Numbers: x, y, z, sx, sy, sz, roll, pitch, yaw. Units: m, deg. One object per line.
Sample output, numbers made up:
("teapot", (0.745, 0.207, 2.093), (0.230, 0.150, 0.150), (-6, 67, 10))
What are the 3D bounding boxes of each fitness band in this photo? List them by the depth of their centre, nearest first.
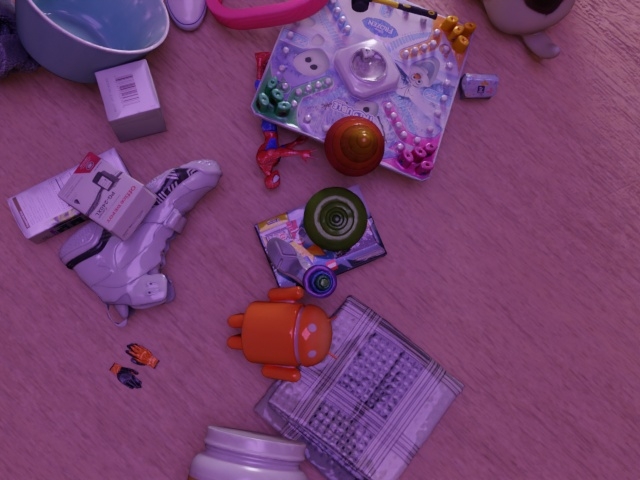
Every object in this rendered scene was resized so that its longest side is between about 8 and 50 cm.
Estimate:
("fitness band", (-0.101, -0.534, 1.889), (0.290, 0.054, 0.209), (-4, 62, 21))

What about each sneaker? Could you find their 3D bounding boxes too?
("sneaker", (-0.050, 0.054, 1.827), (0.152, 0.061, 0.054), (43, 88, -4))
("sneaker", (-0.318, 0.005, 1.828), (0.366, 0.137, 0.210), (-33, 86, -3))
("sneaker", (-0.284, -0.574, 1.927), (0.094, 0.091, 0.258), (-2, 82, -5))

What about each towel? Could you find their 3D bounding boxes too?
("towel", (0.078, 0.322, 1.851), (0.312, 0.056, 0.324), (40, 82, 2))

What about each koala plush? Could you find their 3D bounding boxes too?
("koala plush", (-0.697, -0.378, 1.848), (0.221, 0.203, 0.196), (-23, 85, 14))

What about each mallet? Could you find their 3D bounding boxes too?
("mallet", (0.151, -0.480, 1.900), (0.189, 0.039, 0.062), (18, 68, -11))

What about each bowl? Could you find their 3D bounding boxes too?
("bowl", (-0.474, -0.432, 1.822), (0.311, 0.163, 0.311), (22, 44, -23))

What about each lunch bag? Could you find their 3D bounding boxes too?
("lunch bag", (0.334, -0.328, 1.943), (0.071, 0.083, 0.053), (0, 82, -5))

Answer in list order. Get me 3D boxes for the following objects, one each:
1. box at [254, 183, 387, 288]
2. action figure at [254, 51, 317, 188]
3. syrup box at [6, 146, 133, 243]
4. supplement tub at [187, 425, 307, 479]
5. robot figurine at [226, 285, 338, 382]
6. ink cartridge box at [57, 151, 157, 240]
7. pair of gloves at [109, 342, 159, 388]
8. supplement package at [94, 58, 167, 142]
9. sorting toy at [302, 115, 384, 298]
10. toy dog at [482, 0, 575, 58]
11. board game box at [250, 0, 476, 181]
("box", (0.000, 0.000, 1.893), (0.233, 0.044, 0.159), (-21, 85, -7))
("action figure", (-0.069, -0.244, 1.897), (0.139, 0.091, 0.280), (0, 82, 5))
("syrup box", (-0.494, -0.088, 1.844), (0.237, 0.093, 0.096), (-28, 86, -7))
("supplement tub", (-0.149, 0.521, 1.720), (0.228, 0.228, 0.316), (11, 82, -3))
("robot figurine", (-0.072, 0.181, 1.806), (0.219, 0.128, 0.158), (3, 52, 14))
("ink cartridge box", (-0.405, -0.084, 1.745), (0.150, 0.063, 0.109), (30, 80, 24))
("pair of gloves", (-0.375, 0.253, 1.849), (0.074, 0.010, 0.083), (36, 82, 1))
("supplement package", (-0.376, -0.275, 1.835), (0.105, 0.179, 0.105), (-17, 84, -7))
("sorting toy", (0.042, -0.066, 1.743), (0.127, 0.126, 0.366), (15, 88, -7))
("toy dog", (0.420, -0.588, 1.821), (0.284, 0.408, 0.395), (-3, 82, -4))
("board game box", (0.100, -0.361, 1.893), (0.390, 0.050, 0.390), (21, 69, -6))
